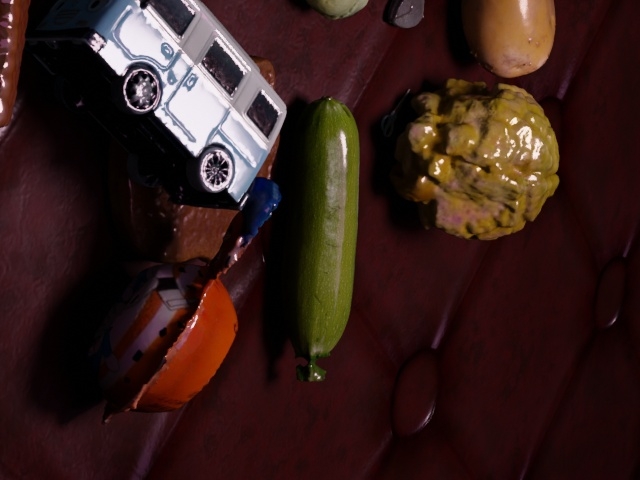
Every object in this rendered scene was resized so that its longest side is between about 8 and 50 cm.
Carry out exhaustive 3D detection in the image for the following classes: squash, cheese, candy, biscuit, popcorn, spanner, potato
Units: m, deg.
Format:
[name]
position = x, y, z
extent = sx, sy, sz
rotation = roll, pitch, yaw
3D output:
[squash]
position = 0.000, 0.000, 2.035
extent = 0.101, 0.101, 0.379
rotation = -13, 108, -54
[cheese]
position = -0.147, 0.071, 1.742
extent = 0.329, 0.129, 0.217
rotation = -53, -168, 15
[candy]
position = 0.085, -0.361, 2.040
extent = 0.335, 0.092, 0.093
rotation = -30, 106, -50
[biscuit]
position = -0.146, -0.107, 1.814
extent = 0.257, 0.049, 0.273
rotation = 7, 99, -52
[popcorn]
position = 0.217, -0.124, 2.225
extent = 0.212, 0.259, 0.259
rotation = -78, 158, -47
[spanner]
position = 0.174, -0.420, 2.203
extent = 0.325, 0.026, 0.093
rotation = -57, 144, -28
[potato]
position = 0.273, -0.354, 2.276
extent = 0.150, 0.146, 0.234
rotation = -142, -135, -78

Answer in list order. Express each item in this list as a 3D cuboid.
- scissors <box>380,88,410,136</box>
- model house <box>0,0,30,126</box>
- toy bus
[scissors]
position = 0.108, -0.183, 2.211
extent = 0.083, 0.006, 0.036
rotation = -58, 145, -26
[model house]
position = -0.326, -0.206, 1.258
extent = 0.251, 0.329, 0.295
rotation = 3, 97, -60
[toy bus]
position = -0.165, -0.170, 1.640
extent = 0.271, 0.133, 0.165
rotation = 48, 63, -36
